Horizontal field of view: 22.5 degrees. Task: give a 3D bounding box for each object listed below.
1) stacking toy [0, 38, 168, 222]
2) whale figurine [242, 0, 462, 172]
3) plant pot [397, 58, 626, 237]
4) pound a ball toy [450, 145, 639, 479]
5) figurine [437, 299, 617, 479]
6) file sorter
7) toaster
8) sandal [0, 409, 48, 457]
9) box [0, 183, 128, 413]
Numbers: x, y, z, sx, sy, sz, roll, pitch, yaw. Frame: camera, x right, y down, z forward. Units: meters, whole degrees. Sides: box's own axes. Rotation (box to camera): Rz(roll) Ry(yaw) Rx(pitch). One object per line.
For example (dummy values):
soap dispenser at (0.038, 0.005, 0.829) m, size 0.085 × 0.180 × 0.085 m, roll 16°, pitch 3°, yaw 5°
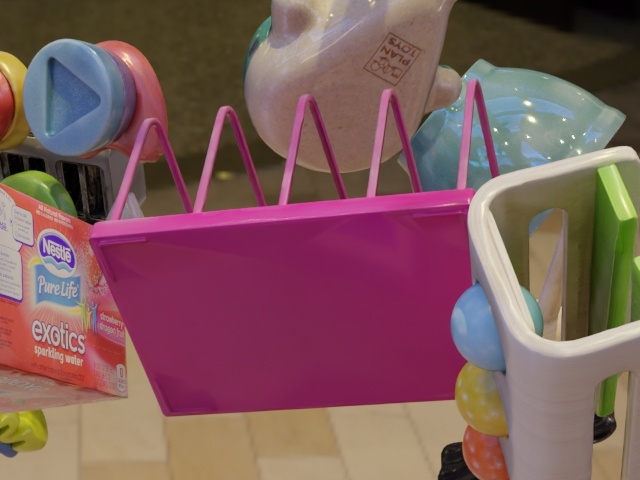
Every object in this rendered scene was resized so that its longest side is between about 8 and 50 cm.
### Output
stacking toy at (-0.332, -0.091, 1.850) m, size 0.309 × 0.279 × 0.130 m, roll -5°, pitch 3°, yaw 32°
whale figurine at (0.042, -0.193, 1.490) m, size 0.216 × 0.272 × 0.141 m, roll 24°, pitch 28°, yaw -29°
plant pot at (0.225, -0.110, 2.081) m, size 0.196 × 0.293 × 0.293 m, roll 40°, pitch 28°, yaw 3°
pound a ball toy at (0.141, 0.064, 1.032) m, size 0.136 × 0.319 × 0.208 m, roll -16°, pitch 56°, yaw -3°
figurine at (0.207, 0.125, 1.490) m, size 0.092 × 0.209 × 0.215 m, roll 23°, pitch 52°, yaw -20°
file sorter at (0.000, 0.000, 1.290) m, size 0.291 × 0.202 × 0.182 m, roll -5°, pitch 42°, yaw 14°
toaster at (-0.316, -0.092, 2.039) m, size 0.168 × 0.185 × 0.110 m, roll 10°, pitch 39°, yaw 14°
sandal at (-0.476, 0.188, 1.944) m, size 0.138 × 0.317 × 0.126 m, roll -37°, pitch 32°, yaw 8°
box at (-0.286, 0.046, 1.311) m, size 0.142 × 0.154 × 0.300 m, roll -8°, pitch -14°, yaw 19°
